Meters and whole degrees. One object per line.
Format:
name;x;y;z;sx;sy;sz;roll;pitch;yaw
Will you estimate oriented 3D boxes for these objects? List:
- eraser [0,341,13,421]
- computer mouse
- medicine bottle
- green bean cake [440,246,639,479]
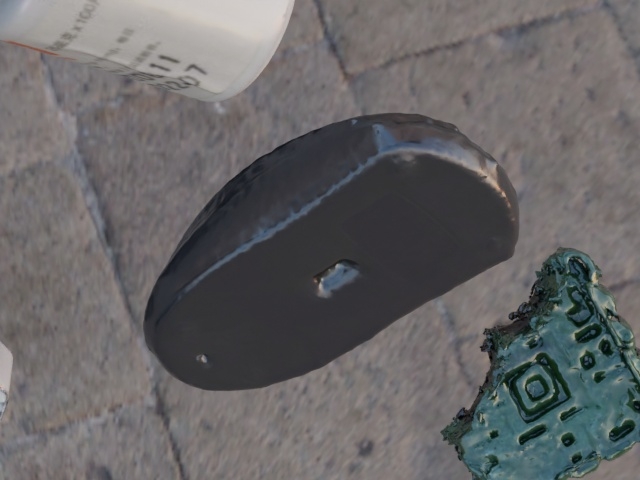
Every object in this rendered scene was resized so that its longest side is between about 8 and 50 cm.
eraser;-0.161;0.083;0.710;0.019;0.099;0.027;13;46;-18
computer mouse;0.000;0.000;0.963;0.137;0.269;0.086;37;33;-36
medicine bottle;-0.222;-0.267;1.369;0.371;0.211;0.211;14;65;-34
green bean cake;0.198;0.131;1.392;0.208;0.107;0.193;-30;92;6
